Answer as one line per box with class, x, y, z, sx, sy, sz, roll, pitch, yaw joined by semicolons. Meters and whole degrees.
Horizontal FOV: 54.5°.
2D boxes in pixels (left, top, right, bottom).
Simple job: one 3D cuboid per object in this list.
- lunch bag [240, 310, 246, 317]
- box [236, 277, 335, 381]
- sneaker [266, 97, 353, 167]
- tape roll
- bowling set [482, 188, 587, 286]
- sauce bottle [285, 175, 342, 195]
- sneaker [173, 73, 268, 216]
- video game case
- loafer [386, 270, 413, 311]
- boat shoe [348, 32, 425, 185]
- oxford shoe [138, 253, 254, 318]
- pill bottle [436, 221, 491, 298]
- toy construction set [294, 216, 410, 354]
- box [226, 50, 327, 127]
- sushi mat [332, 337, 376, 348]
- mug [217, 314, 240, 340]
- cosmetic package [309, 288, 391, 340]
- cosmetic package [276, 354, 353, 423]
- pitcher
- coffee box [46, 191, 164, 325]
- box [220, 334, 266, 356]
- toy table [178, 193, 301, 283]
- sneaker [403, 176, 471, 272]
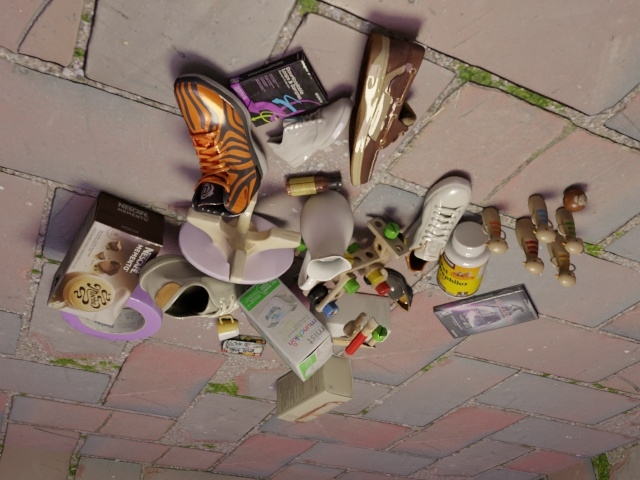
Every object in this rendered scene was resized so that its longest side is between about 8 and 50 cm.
lunch bag;-0.186;0.201;1.841;0.083;0.053;0.071;7;146;-27
box;-0.083;0.230;1.635;0.126;0.231;0.262;-41;164;-12
sneaker;-0.027;-0.226;1.249;0.094;0.080;0.212;33;134;-25
tape roll;-0.590;0.186;1.785;0.274;0.090;0.275;0;143;0
bowling set;0.540;-0.020;1.463;0.286;0.154;0.200;15;141;-21
sauce bottle;-0.014;-0.125;1.408;0.128;0.042;0.042;-4;143;8
sneaker;-0.205;-0.162;1.223;0.124;0.180;0.321;2;147;27
video game case;0.507;0.222;1.899;0.274;0.026;0.196;-17;140;23
loafer;0.216;0.141;1.755;0.062;0.061;0.170;-22;138;28
boat shoe;0.125;-0.235;1.202;0.123;0.123;0.342;4;137;-4
oxford shoe;-0.263;0.139;1.598;0.169;0.130;0.449;-47;149;19
pill bottle;0.365;0.049;1.584;0.117;0.117;0.215;-1;143;1
toy construction set;0.106;0.086;1.502;0.257;0.309;0.237;8;139;-24
box;-0.082;-0.288;1.198;0.162;0.029;0.116;-16;141;19
sushi mat;0.002;0.310;1.912;0.316;0.019;0.151;-2;166;32
mug;-0.285;0.273;1.931;0.064;0.062;0.078;-8;150;-2
cosmetic package;0.085;0.218;1.812;0.231;0.117;0.085;9;144;-10
cosmetic package;-0.025;0.526;2.200;0.129;0.153;0.296;21;140;-29
pitcher;0.000;0.000;1.439;0.125;0.207;0.177;22;138;-28
coffee box;-0.520;0.050;1.511;0.168;0.119;0.297;24;120;-28
box;-0.255;0.346;2.055;0.137;0.027;0.094;9;144;-12
toy table;-0.180;-0.009;1.426;0.274;0.252;0.161;2;161;-17
sneaker;0.283;-0.025;1.482;0.105;0.123;0.290;10;141;-11
